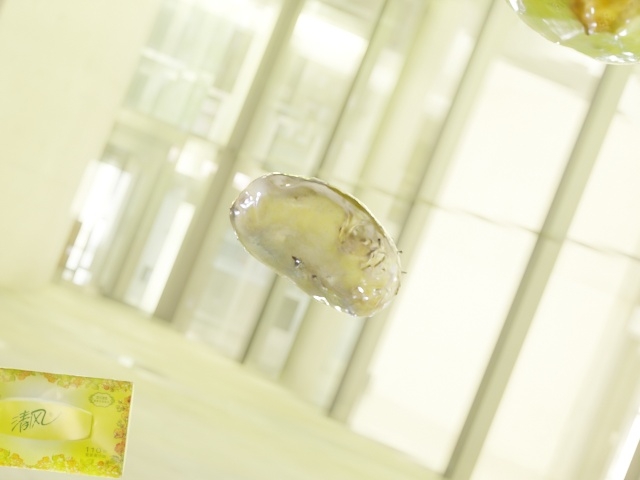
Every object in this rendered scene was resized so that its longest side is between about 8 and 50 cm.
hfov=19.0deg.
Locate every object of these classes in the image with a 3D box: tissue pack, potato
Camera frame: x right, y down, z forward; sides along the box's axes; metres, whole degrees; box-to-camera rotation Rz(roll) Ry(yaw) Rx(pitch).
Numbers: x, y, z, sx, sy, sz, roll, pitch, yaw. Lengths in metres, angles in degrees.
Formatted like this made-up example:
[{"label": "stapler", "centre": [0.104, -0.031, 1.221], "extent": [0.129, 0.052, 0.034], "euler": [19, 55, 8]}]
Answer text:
[{"label": "tissue pack", "centre": [-0.270, 0.172, 1.828], "extent": [0.176, 0.095, 0.062], "euler": [7, -6, -5]}, {"label": "potato", "centre": [0.000, 0.000, 1.411], "extent": [0.138, 0.070, 0.091], "euler": [39, -38, -7]}]

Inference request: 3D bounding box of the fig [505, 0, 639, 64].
[{"label": "fig", "centre": [0.286, -0.305, 1.655], "extent": [0.343, 0.343, 0.343], "euler": [22, -1, 0]}]
